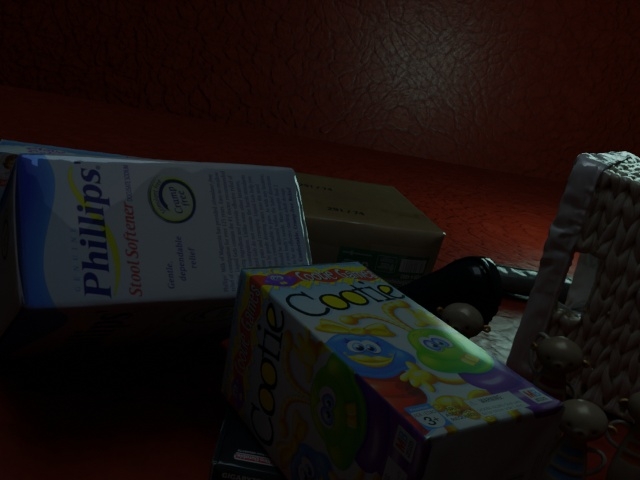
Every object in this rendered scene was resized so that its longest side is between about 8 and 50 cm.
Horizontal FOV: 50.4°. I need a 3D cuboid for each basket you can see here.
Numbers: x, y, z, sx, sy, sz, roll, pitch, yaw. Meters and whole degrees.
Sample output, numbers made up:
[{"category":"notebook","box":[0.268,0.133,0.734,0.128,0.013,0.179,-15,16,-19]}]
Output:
[{"category":"basket","box":[0.478,0.062,0.989,0.266,0.328,0.331,24,20,30]}]

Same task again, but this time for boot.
[{"category":"boot","box":[0.077,0.097,0.849,0.207,0.094,0.246,0,-24,-37]},{"category":"boot","box":[0.397,0.084,1.299,0.209,0.076,0.189,17,2,-4]}]

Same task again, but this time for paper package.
[{"category":"paper package","box":[0.000,0.000,1.158,0.325,0.168,0.309,7,18,-14]}]

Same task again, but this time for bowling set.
[{"category":"bowling set","box":[0.222,0.189,0.696,0.287,0.154,0.200,16,17,18]}]

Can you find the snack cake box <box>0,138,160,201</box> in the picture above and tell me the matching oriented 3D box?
[{"category":"snack cake box","box":[-0.411,-0.074,1.159,0.264,0.152,0.089,5,18,-18]}]

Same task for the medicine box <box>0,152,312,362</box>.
[{"category":"medicine box","box":[-0.200,0.030,0.748,0.289,0.149,0.263,-1,-18,-33]}]

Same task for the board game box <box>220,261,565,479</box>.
[{"category":"board game box","box":[0.040,0.137,0.590,0.142,0.144,0.275,-1,22,-33]}]

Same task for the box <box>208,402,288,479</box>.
[{"category":"box","box":[0.010,0.208,0.677,0.220,0.051,0.175,11,17,-1]}]
